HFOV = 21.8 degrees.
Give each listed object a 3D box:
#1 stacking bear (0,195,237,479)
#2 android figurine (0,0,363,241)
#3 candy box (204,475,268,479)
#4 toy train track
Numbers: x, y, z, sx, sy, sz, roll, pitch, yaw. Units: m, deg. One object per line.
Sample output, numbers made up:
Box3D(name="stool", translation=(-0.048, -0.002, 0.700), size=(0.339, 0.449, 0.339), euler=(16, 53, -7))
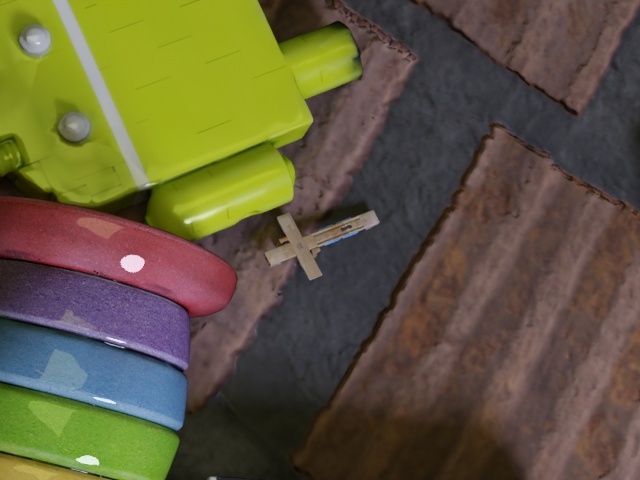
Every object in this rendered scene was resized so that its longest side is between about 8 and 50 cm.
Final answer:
Box3D(name="stacking bear", translation=(-0.163, 0.133, 0.952), size=(0.175, 0.164, 0.289), euler=(13, 80, -3))
Box3D(name="android figurine", translation=(-0.116, -0.116, 1.074), size=(0.273, 0.056, 0.248), euler=(-21, 82, -18))
Box3D(name="candy box", translation=(0.035, 0.232, 1.011), size=(0.233, 0.071, 0.159), euler=(7, 75, -11))
Box3D(name="toy train track", translation=(0.000, 0.000, 1.092), size=(0.083, 0.014, 0.048), euler=(-22, 75, -22))
